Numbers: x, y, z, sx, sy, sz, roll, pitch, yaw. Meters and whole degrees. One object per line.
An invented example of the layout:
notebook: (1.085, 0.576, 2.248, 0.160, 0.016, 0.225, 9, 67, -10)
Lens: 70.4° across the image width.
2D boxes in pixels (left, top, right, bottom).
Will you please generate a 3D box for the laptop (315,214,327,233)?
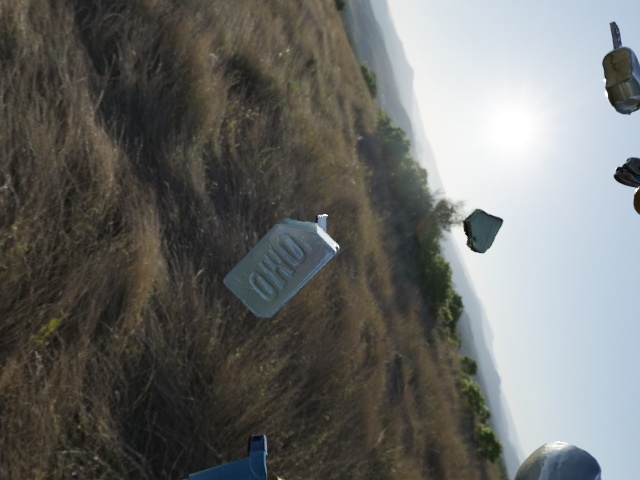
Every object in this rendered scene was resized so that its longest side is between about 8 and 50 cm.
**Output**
laptop: (0.000, 0.000, 1.719, 0.135, 0.016, 0.197, -17, 114, -71)

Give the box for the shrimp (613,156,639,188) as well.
shrimp: (1.038, -0.082, 1.308, 0.445, 0.221, 0.110, 39, 53, -1)

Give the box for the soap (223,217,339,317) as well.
soap: (-0.108, 0.066, 1.255, 0.173, 0.289, 0.095, 45, 12, 0)

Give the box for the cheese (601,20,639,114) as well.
cheese: (0.859, -0.503, 1.300, 0.163, 0.082, 0.287, 14, 68, -41)

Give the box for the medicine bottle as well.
medicine bottle: (-0.252, 0.616, 1.202, 0.079, 0.258, 0.124, 98, -28, -45)

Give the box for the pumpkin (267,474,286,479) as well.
pumpkin: (-0.157, 0.754, 1.307, 0.110, 0.217, 0.217, 68, 17, 3)

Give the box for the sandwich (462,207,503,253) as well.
sandwich: (0.383, -0.022, 1.096, 0.036, 0.093, 0.105, -132, -121, -68)

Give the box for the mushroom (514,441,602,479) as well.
mushroom: (0.323, 0.422, 0.633, 0.328, 0.122, 0.159, -20, 68, -47)

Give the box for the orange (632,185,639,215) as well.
orange: (0.662, -0.079, 0.892, 0.070, 0.083, 0.083, 58, 21, -33)
